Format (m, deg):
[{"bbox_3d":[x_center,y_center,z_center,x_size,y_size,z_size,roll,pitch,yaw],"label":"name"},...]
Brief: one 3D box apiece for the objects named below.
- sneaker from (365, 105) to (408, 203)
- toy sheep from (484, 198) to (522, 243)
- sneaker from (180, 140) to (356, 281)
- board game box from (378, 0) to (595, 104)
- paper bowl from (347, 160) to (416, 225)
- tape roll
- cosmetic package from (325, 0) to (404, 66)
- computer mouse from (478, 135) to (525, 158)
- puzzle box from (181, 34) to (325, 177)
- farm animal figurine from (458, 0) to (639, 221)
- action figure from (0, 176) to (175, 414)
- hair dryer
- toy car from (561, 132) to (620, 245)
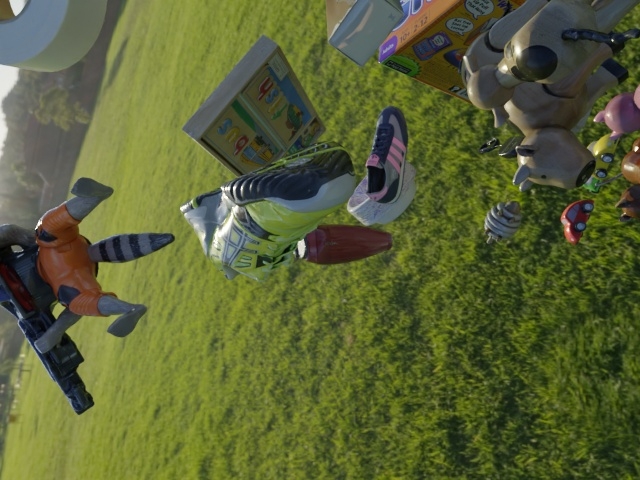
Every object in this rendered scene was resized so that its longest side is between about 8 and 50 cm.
[{"bbox_3d":[0.204,-0.278,1.603,0.112,0.131,0.318,3,93,41],"label":"sneaker"},{"bbox_3d":[0.439,-0.043,1.212,0.132,0.091,0.091,-61,35,36],"label":"toy sheep"},{"bbox_3d":[-0.063,-0.028,0.679,0.385,0.145,0.147,-9,107,61],"label":"sneaker"},{"bbox_3d":[0.400,-0.608,1.230,0.356,0.357,0.356,-18,63,59],"label":"board game box"},{"bbox_3d":[0.244,-0.175,1.872,0.284,0.148,0.284,-47,13,15],"label":"paper bowl"},{"bbox_3d":[-0.528,-0.450,0.880,0.100,0.286,0.286,-36,-33,-73],"label":"tape roll"},{"bbox_3d":[0.037,-0.218,0.461,0.060,0.041,0.115,-46,30,34],"label":"cosmetic package"},{"bbox_3d":[0.533,-0.266,1.458,0.071,0.041,0.242,-50,13,3],"label":"computer mouse"},{"bbox_3d":[-0.139,-0.273,1.230,0.052,0.409,0.272,41,90,20],"label":"puzzle box"},{"bbox_3d":[0.251,-0.154,0.547,0.172,0.330,0.326,-42,39,18],"label":"farm animal figurine"},{"bbox_3d":[-0.362,0.081,0.754,0.330,0.178,0.341,-10,108,41],"label":"action figure"},{"bbox_3d":[0.000,0.000,1.024,0.294,0.224,0.080,0,98,18],"label":"hair dryer"},{"bbox_3d":[0.576,-0.126,1.072,0.053,0.225,0.238,21,117,24],"label":"toy car"}]
